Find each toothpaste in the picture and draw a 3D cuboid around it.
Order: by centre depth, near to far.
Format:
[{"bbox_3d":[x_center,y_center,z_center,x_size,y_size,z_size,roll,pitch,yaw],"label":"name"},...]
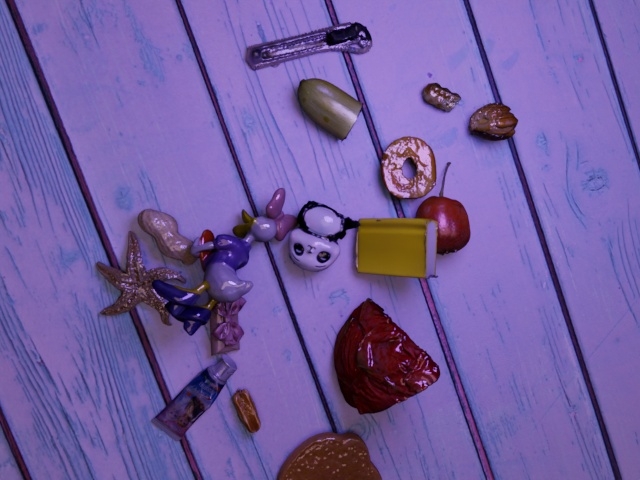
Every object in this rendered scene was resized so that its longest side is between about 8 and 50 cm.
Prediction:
[{"bbox_3d":[-0.335,0.425,1.200,0.096,0.061,0.266,43,91,-9],"label":"toothpaste"}]

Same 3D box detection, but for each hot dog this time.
[{"bbox_3d":[-0.204,0.472,1.227,0.056,0.041,0.133,-23,87,-8],"label":"hot dog"}]

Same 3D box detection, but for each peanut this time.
[{"bbox_3d":[-0.398,-0.010,1.162,0.082,0.082,0.187,-39,97,-6],"label":"peanut"}]

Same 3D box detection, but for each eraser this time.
[{"bbox_3d":[0.201,0.018,1.196,0.069,0.226,0.158,-5,95,-52],"label":"eraser"}]

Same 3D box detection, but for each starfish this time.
[{"bbox_3d":[-0.485,0.117,1.171,0.236,0.062,0.277,-21,99,-2],"label":"starfish"}]

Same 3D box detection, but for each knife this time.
[{"bbox_3d":[-0.027,-0.537,1.223,0.365,0.043,0.089,-14,93,-8],"label":"knife"}]

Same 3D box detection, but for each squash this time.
[{"bbox_3d":[0.018,-0.369,1.197,0.187,0.123,0.123,34,86,-9],"label":"squash"}]

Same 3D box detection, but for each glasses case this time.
[{"bbox_3d":[-0.249,0.214,1.194,0.102,0.070,0.193,-2,92,-10],"label":"glasses case"}]

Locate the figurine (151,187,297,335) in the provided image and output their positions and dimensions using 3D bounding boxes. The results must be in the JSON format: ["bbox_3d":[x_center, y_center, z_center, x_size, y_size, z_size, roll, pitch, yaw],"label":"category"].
[{"bbox_3d":[-0.224,0.043,1.125,0.193,0.154,0.421,17,58,28],"label":"figurine"}]

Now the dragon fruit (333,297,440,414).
[{"bbox_3d":[0.196,0.303,1.175,0.240,0.330,0.302,-10,91,-30],"label":"dragon fruit"}]

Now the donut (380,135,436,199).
[{"bbox_3d":[0.246,-0.202,1.258,0.162,0.065,0.178,4,88,-4],"label":"donut"}]

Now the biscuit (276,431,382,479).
[{"bbox_3d":[0.030,0.725,1.258,0.312,0.057,0.351,-29,94,-7],"label":"biscuit"}]

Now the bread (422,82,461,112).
[{"bbox_3d":[0.346,-0.414,1.277,0.110,0.060,0.066,23,73,-10],"label":"bread"}]

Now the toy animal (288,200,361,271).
[{"bbox_3d":[0.000,0.000,1.193,0.166,0.138,0.179,23,83,8],"label":"toy animal"}]

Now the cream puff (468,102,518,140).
[{"bbox_3d":[0.497,-0.343,1.272,0.133,0.119,0.104,20,128,19],"label":"cream puff"}]

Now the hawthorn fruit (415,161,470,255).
[{"bbox_3d":[0.346,-0.102,1.247,0.165,0.165,0.285,8,80,-9],"label":"hawthorn fruit"}]
